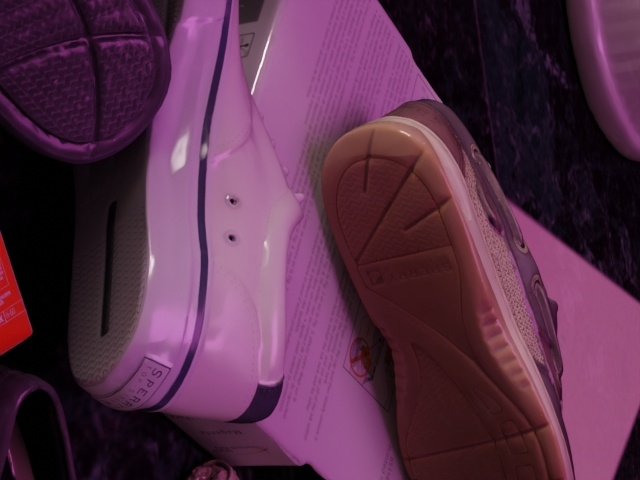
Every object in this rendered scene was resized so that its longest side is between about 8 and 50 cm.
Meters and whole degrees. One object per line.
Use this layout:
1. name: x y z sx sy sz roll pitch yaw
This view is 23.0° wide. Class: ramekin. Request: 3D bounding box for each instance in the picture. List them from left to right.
1. ramekin: 0.318 -0.210 1.360 0.273 0.127 0.273 14 73 -57

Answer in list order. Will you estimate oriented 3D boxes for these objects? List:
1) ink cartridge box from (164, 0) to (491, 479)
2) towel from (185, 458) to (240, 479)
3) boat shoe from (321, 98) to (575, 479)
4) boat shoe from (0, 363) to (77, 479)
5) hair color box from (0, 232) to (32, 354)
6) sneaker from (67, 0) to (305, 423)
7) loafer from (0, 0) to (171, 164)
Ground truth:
1. ink cartridge box: 0.000 0.000 0.870 0.239 0.060 0.275 50 46 -45
2. towel: -0.062 0.192 0.772 0.148 0.027 0.110 -57 134 -45
3. boat shoe: 0.088 0.057 0.856 0.092 0.102 0.285 -39 113 -48
4. boat shoe: -0.123 0.149 0.640 0.075 0.065 0.206 -20 103 -58
5. hair color box: -0.165 -0.020 0.588 0.043 0.072 0.141 -36 115 -53
6. sneaker: -0.056 -0.032 0.713 0.091 0.094 0.258 26 52 -33
7. loafer: -0.169 -0.159 0.607 0.109 0.095 0.303 -40 122 -15
